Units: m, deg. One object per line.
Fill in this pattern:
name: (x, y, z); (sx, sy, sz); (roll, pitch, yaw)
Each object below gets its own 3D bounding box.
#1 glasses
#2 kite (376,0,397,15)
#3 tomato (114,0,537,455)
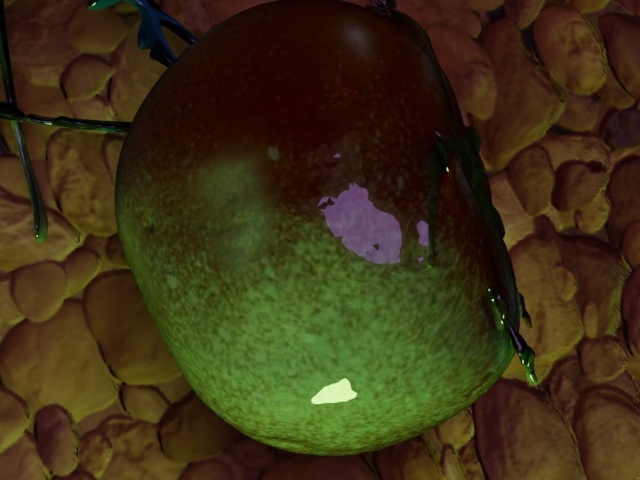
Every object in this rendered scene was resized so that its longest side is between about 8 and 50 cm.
glasses: (-0.177, -0.113, 1.032); (0.239, 0.102, 0.207); (36, 76, -10)
kite: (0.011, -0.288, 1.159); (0.183, 0.014, 0.241); (-33, 87, -15)
tomato: (0.000, 0.000, 0.956); (0.239, 0.303, 0.303); (-20, 82, 10)
